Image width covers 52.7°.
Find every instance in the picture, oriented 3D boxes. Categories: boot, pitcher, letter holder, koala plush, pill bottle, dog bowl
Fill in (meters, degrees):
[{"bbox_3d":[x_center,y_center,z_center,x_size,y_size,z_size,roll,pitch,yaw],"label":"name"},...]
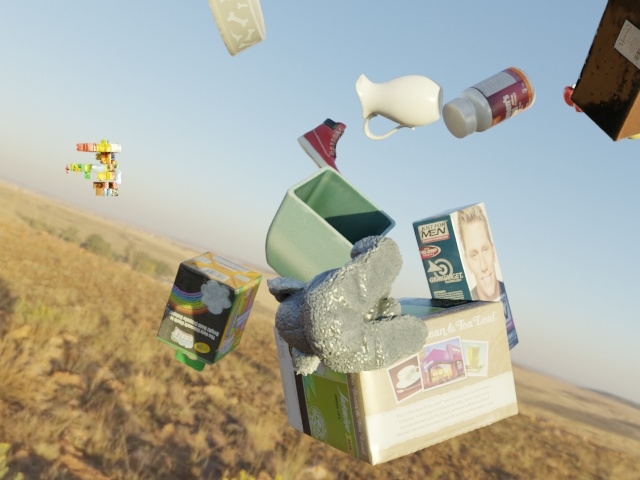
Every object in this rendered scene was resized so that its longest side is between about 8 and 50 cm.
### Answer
[{"bbox_3d":[0.048,-0.332,2.321,0.244,0.176,0.088,54,-3,27],"label":"boot"},{"bbox_3d":[0.202,-0.333,1.647,0.207,0.125,0.177,8,-51,20],"label":"pitcher"},{"bbox_3d":[0.656,-0.372,1.239,0.214,0.152,0.301,-16,-38,-15],"label":"letter holder"},{"bbox_3d":[0.008,0.117,0.997,0.203,0.196,0.221,-24,8,-42],"label":"koala plush"},{"bbox_3d":[0.435,-0.355,1.677,0.121,0.221,0.121,56,-15,23],"label":"pill bottle"},{"bbox_3d":[-0.236,-0.679,1.734,0.102,0.348,0.349,-13,-7,4],"label":"dog bowl"}]

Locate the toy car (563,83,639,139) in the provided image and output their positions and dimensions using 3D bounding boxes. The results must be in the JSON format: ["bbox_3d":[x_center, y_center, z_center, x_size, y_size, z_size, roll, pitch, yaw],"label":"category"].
[{"bbox_3d":[0.740,-0.346,1.580,0.239,0.053,0.225,29,-25,-1],"label":"toy car"}]

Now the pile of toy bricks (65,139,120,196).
[{"bbox_3d":[-0.473,-0.151,1.337,0.105,0.118,0.212,-1,5,-20],"label":"pile of toy bricks"}]

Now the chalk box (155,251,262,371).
[{"bbox_3d":[-0.304,0.204,1.727,0.180,0.289,0.179,24,16,11],"label":"chalk box"}]

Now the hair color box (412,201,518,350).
[{"bbox_3d":[0.335,0.100,1.474,0.105,0.347,0.174,-13,3,40],"label":"hair color box"}]

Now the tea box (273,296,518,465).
[{"bbox_3d":[0.134,0.243,1.235,0.329,0.219,0.323,-9,0,-28],"label":"tea box"}]

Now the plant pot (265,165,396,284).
[{"bbox_3d":[0.000,0.000,1.690,0.247,0.252,0.248,41,33,6],"label":"plant pot"}]
